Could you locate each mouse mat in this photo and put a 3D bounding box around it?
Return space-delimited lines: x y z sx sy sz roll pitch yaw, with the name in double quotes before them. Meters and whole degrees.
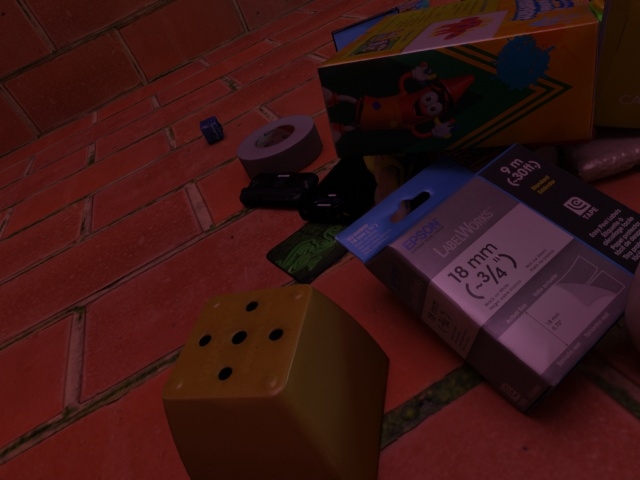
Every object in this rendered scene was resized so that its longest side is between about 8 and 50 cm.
"mouse mat" 0.000 0.000 0.894 0.190 0.007 0.153 -39 37 -18

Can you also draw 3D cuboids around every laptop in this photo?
"laptop" 0.162 -0.600 1.467 0.234 0.136 0.264 -16 36 14

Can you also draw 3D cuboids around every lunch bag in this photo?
"lunch bag" -0.357 -0.368 1.540 0.065 0.067 0.098 -26 36 0

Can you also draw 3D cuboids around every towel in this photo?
"towel" 0.492 -0.204 0.826 0.187 0.049 0.282 -17 37 12

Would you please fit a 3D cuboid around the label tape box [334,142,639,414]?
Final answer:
"label tape box" 0.206 0.000 0.584 0.241 0.106 0.334 -37 59 -17

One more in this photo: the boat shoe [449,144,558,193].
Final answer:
"boat shoe" 0.271 -0.095 0.778 0.268 0.096 0.088 -33 31 -13

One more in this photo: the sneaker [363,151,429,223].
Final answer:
"sneaker" 0.163 -0.122 0.880 0.126 0.091 0.240 -2 57 -14

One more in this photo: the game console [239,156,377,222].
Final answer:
"game console" -0.027 -0.123 1.040 0.361 0.044 0.213 6 42 37

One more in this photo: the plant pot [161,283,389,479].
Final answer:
"plant pot" -0.054 0.171 0.544 0.212 0.187 0.212 -8 38 21

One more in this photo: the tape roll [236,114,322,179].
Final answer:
"tape roll" -0.107 -0.245 1.223 0.219 0.072 0.219 -16 36 12

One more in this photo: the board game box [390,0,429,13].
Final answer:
"board game box" 0.311 -0.850 1.782 0.160 0.047 0.210 3 44 35

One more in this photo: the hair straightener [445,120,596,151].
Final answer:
"hair straightener" 0.325 -0.180 0.782 0.230 0.047 0.089 -6 28 23

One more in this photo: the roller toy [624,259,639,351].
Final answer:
"roller toy" 0.402 0.048 0.425 0.209 0.191 0.146 -22 31 -27

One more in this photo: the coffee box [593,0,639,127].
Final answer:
"coffee box" 0.611 -0.380 0.674 0.338 0.338 0.334 11 46 26

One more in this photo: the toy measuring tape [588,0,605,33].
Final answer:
"toy measuring tape" 0.678 -0.478 0.978 0.330 0.121 0.121 -7 35 -4

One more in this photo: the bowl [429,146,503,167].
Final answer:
"bowl" 0.287 -0.196 0.911 0.170 0.080 0.170 -17 35 13

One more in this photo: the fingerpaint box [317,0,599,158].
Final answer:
"fingerpaint box" 0.252 -0.311 0.822 0.371 0.163 0.445 -1 33 23
